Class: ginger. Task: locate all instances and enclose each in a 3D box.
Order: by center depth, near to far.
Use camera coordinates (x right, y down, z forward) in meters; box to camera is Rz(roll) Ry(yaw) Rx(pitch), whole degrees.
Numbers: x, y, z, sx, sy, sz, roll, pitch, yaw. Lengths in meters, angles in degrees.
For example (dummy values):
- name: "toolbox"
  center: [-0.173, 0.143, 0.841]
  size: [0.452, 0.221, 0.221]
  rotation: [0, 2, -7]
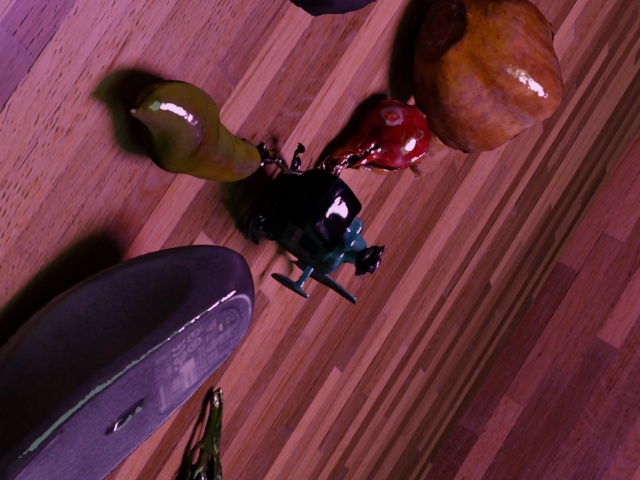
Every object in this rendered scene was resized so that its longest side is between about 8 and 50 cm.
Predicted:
- name: "ginger"
  center: [0.172, -0.172, 1.806]
  size: [0.190, 0.069, 0.095]
  rotation: [-62, 156, 8]

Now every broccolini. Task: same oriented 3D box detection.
- name: "broccolini"
  center: [-0.154, 0.272, 1.696]
  size: [0.074, 0.058, 0.201]
  rotation: [-53, 150, -65]

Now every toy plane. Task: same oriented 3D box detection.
- name: "toy plane"
  center: [0.000, 0.000, 1.506]
  size: [0.106, 0.155, 0.382]
  rotation: [-55, 178, -15]

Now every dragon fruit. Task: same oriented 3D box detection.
- name: "dragon fruit"
  center: [0.071, -0.118, 1.607]
  size: [0.190, 0.094, 0.094]
  rotation: [-29, 145, -43]

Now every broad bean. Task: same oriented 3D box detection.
- name: "broad bean"
  center: [-0.108, -0.095, 1.224]
  size: [0.075, 0.067, 0.325]
  rotation: [-32, 167, 11]

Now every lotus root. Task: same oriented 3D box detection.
- name: "lotus root"
  center: [0.184, -0.230, 1.646]
  size: [0.199, 0.188, 0.180]
  rotation: [-30, 145, 28]

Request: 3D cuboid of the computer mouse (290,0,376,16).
- name: "computer mouse"
  center: [0.002, -0.304, 1.097]
  size: [0.183, 0.116, 0.323]
  rotation: [-53, 163, 1]

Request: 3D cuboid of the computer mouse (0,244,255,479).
- name: "computer mouse"
  center: [-0.216, 0.130, 1.195]
  size: [0.374, 0.114, 0.203]
  rotation: [-41, 157, -27]
